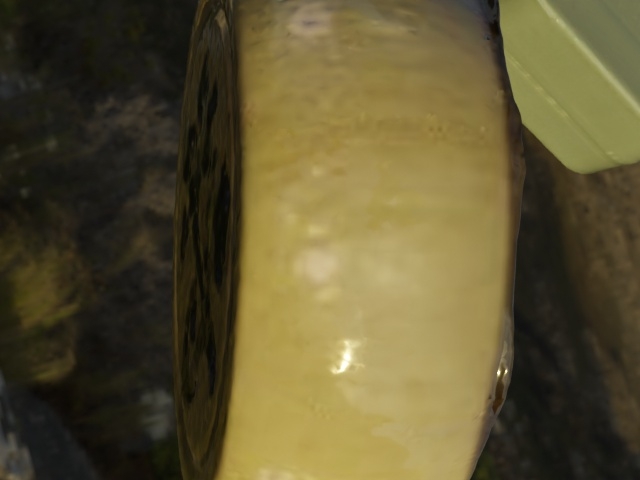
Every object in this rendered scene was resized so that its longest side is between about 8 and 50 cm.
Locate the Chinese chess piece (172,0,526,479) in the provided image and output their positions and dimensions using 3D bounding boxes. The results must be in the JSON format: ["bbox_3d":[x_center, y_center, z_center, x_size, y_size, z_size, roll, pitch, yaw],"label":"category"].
[{"bbox_3d":[0.000,0.000,0.647,0.257,0.104,0.257,-178,-90,-80],"label":"Chinese chess piece"}]

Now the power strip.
[{"bbox_3d":[0.158,-0.205,0.922,0.261,0.141,0.229,42,55,-24],"label":"power strip"}]
